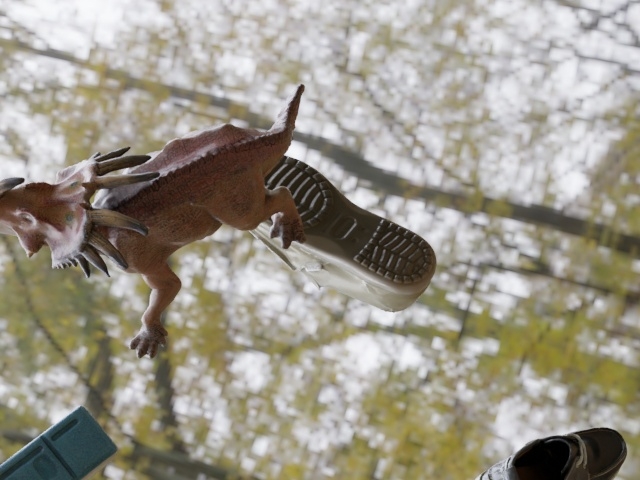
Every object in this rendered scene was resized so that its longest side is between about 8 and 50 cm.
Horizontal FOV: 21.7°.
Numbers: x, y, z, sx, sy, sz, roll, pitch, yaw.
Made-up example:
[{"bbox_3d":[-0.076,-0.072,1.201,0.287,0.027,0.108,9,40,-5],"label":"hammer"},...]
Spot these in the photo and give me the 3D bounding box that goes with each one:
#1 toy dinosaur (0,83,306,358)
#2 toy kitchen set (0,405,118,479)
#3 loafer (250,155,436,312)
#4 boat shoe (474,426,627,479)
[{"bbox_3d":[-0.113,-0.038,1.305,0.295,0.127,0.200,-34,-25,-11],"label":"toy dinosaur"},{"bbox_3d":[-0.178,0.239,1.396,0.122,0.207,0.166,-38,-8,-23],"label":"toy kitchen set"},{"bbox_3d":[0.000,0.000,1.774,0.102,0.268,0.092,-41,-29,-33],"label":"loafer"},{"bbox_3d":[0.287,0.265,1.967,0.233,0.084,0.079,-12,-32,-39],"label":"boat shoe"}]
